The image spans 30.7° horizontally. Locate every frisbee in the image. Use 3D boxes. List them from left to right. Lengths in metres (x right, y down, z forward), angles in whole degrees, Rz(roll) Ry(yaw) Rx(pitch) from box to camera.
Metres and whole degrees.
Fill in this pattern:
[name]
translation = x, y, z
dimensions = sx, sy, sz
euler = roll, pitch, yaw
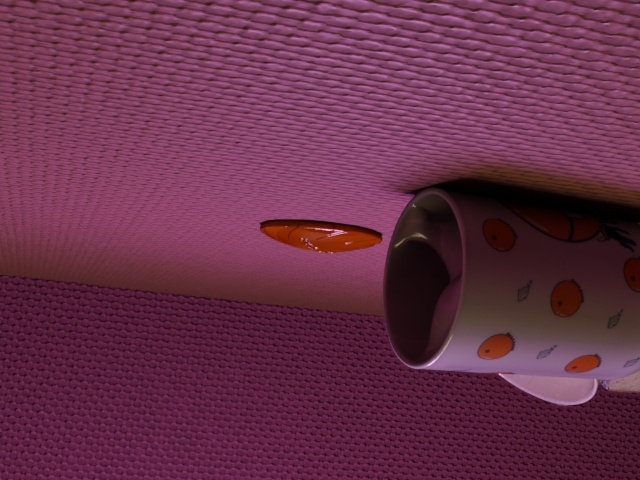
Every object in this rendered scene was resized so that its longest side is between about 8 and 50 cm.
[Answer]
[frisbee]
translation = 0.000, 0.000, 1.816
dimensions = 0.192, 0.035, 0.192
euler = 5, 172, 1

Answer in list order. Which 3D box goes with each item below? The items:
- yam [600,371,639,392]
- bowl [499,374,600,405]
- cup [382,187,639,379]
[yam]
translation = 0.647, 0.176, 2.091
dimensions = 0.271, 0.201, 0.202
euler = 11, 152, -9
[bowl]
translation = 0.402, 0.154, 2.098
dimensions = 0.277, 0.145, 0.277
euler = 29, 153, 17
[cup]
translation = 0.261, 0.062, 1.413
dimensions = 0.317, 0.212, 0.212
euler = 7, 172, -22
